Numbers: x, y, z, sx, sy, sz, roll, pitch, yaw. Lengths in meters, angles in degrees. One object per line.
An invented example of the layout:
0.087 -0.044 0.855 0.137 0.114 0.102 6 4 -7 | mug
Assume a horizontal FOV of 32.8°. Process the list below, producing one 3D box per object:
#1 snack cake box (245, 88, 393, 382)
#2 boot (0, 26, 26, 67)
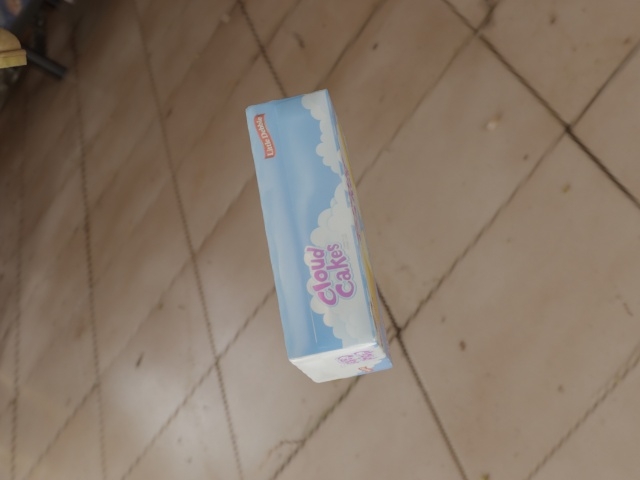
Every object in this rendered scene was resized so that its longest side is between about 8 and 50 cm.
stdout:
0.000 0.000 1.107 0.089 0.152 0.264 -12 73 5 | snack cake box
-0.427 -0.319 1.151 0.089 0.236 0.270 -51 -34 -71 | boot
